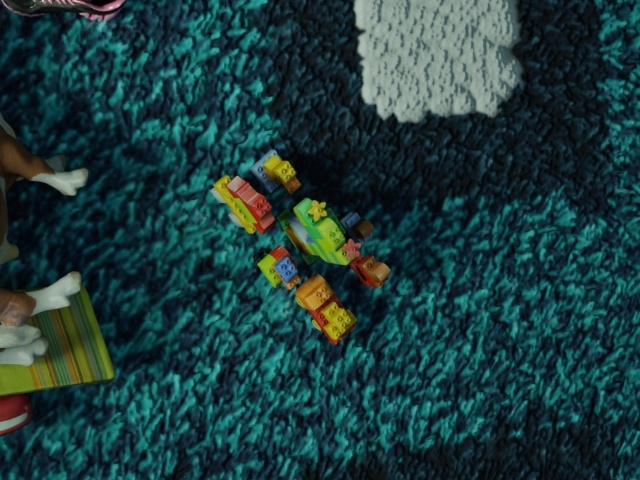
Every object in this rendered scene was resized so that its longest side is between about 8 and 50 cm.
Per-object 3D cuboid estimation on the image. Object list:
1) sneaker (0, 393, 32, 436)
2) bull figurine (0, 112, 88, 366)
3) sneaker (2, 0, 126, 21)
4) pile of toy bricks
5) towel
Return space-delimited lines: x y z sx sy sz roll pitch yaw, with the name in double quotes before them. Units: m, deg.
"sneaker" -0.361 0.111 1.342 0.221 0.087 0.128 0 95 -28
"bull figurine" -0.304 -0.036 1.329 0.188 0.101 0.310 14 71 -32
"sneaker" -0.232 -0.227 1.399 0.119 0.057 0.047 -1 96 -26
"pile of toy bricks" 0.000 0.000 1.506 0.118 0.105 0.212 -43 111 -18
"towel" -0.299 0.094 1.357 0.237 0.021 0.102 -5 64 -41
